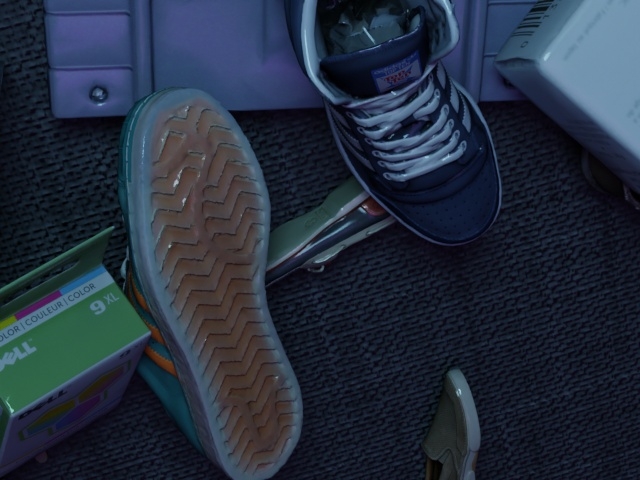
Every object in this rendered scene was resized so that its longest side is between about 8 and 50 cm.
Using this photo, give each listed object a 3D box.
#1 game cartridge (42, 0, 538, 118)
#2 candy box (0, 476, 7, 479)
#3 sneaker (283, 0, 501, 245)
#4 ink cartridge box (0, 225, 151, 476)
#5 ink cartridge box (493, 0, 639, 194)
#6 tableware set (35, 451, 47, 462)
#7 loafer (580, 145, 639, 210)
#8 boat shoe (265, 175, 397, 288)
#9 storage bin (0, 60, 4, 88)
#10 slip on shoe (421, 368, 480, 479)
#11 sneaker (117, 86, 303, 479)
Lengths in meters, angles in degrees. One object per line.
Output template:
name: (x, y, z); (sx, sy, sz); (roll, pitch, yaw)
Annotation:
game cartridge: (-0.007, -0.199, 0.808); (0.355, 0.068, 0.230); (-4, 120, -10)
candy box: (-0.363, 0.223, 0.909); (0.233, 0.071, 0.159); (-35, 118, 18)
sneaker: (0.051, -0.086, 0.757); (0.099, 0.153, 0.282); (-28, 118, 3)
ink cartridge box: (-0.181, 0.082, 0.819); (0.109, 0.062, 0.209); (-31, 167, -30)
ink cartridge box: (0.359, -0.121, 0.834); (0.385, 0.091, 0.308); (38, 89, -16)
tableware set: (-0.296, 0.120, 0.912); (0.128, 0.039, 0.194); (-17, 118, -4)
loafer: (0.377, -0.073, 0.905); (0.365, 0.130, 0.134); (-3, 116, -10)
boat shoe: (0.000, 0.000, 0.912); (0.137, 0.049, 0.043); (-36, 119, 1)
storage bin: (-0.263, -0.028, 0.796); (0.084, 0.122, 0.180); (8, 111, -15)
slip on shoe: (0.105, 0.169, 1.015); (0.041, 0.051, 0.135); (-10, 125, -10)
sneaker: (-0.101, 0.031, 0.856); (0.108, 0.121, 0.302); (-30, 124, -35)
